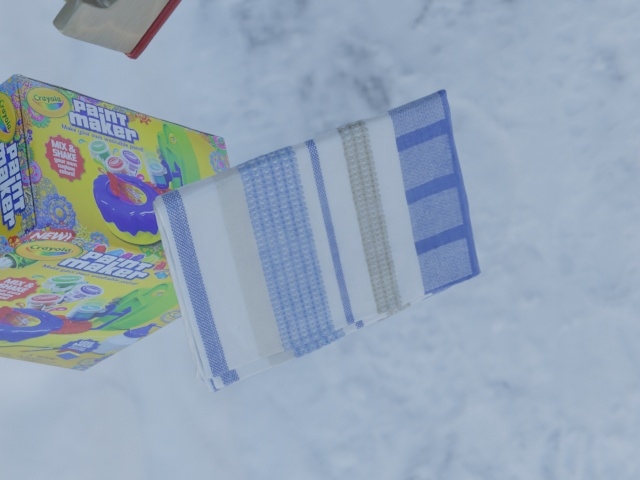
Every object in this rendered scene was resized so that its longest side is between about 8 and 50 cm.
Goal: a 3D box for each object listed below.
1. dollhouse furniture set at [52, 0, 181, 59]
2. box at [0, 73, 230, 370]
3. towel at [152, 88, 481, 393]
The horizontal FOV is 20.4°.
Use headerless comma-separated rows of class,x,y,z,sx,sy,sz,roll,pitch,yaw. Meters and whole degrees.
dollhouse furniture set,-0.176,-0.296,1.217,0.374,0.152,0.201,43,101,30
box,-0.282,-0.009,1.872,0.279,0.290,0.177,-30,61,35
towel,0.000,0.000,1.581,0.034,0.285,0.209,-132,24,-55
